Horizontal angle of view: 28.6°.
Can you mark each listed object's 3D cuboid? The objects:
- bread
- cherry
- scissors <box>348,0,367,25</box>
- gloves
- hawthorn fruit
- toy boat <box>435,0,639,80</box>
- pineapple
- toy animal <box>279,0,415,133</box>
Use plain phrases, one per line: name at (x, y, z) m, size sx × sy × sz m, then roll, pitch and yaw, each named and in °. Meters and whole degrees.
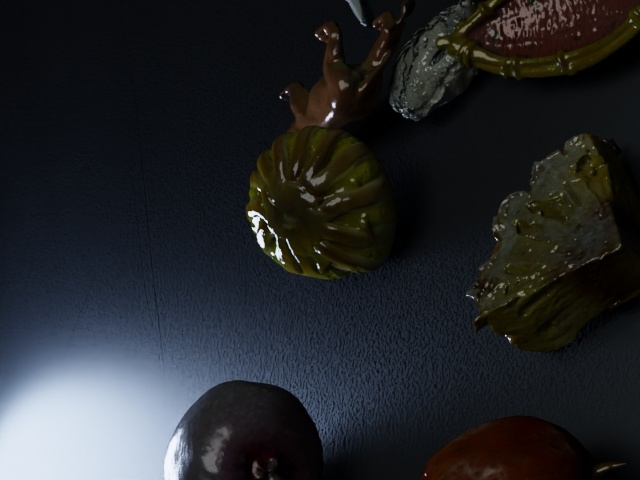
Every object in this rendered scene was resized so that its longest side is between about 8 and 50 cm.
bread at (-0.005, -0.043, 1.549) m, size 0.213 × 0.105 × 0.213 m, roll 15°, pitch 113°, yaw 39°
cherry at (-0.094, 0.276, 1.516) m, size 0.266 × 0.183 × 0.213 m, roll -5°, pitch 68°, yaw 49°
scissors at (0.038, -0.353, 1.748) m, size 0.085 × 0.022 × 0.176 m, roll -46°, pitch 40°, yaw 26°
gloves at (0.137, -0.219, 1.520) m, size 0.153 × 0.070 × 0.114 m, roll -44°, pitch 44°, yaw 33°
hawthorn fruit at (0.196, 0.243, 1.168) m, size 0.200 × 0.179 × 0.179 m, roll -39°, pitch 47°, yaw 25°
toy boat at (0.265, -0.245, 1.343) m, size 0.318 × 0.099 × 0.141 m, roll -12°, pitch 69°, yaw 50°
pineapple at (0.249, 0.005, 1.249) m, size 0.186 × 0.114 × 0.236 m, roll 30°, pitch 97°, yaw 54°
toy animal at (0.019, -0.171, 1.610) m, size 0.312 × 0.097 × 0.157 m, roll 133°, pitch 141°, yaw -55°
